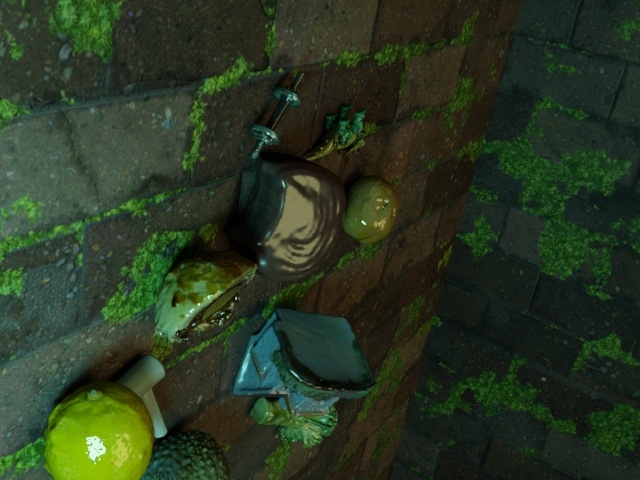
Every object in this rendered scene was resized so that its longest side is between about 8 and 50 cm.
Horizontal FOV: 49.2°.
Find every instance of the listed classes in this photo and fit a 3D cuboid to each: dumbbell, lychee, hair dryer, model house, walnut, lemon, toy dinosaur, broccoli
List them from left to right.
[{"bbox_3d":[-0.479,0.438,1.526,0.233,0.233,0.288,-34,143,-46],"label":"lemon"},{"bbox_3d":[-0.432,0.408,1.720,0.131,0.073,0.237,-46,140,-42],"label":"hair dryer"},{"bbox_3d":[-0.366,0.639,1.876,0.255,0.255,0.274,75,27,-52],"label":"lychee"},{"bbox_3d":[-0.108,-0.311,1.741,0.254,0.081,0.081,-61,153,-9],"label":"dumbbell"},{"bbox_3d":[-0.086,0.427,2.158,0.360,0.297,0.339,13,131,-44],"label":"model house"},{"bbox_3d":[-0.088,0.584,2.430,0.252,0.221,0.361,-27,150,4],"label":"broccoli"},{"bbox_3d":[0.050,-0.304,2.039,0.259,0.094,0.153,-26,130,-40],"label":"toy dinosaur"},{"bbox_3d":[0.161,-0.102,2.305,0.193,0.193,0.226,29,76,-63],"label":"walnut"}]

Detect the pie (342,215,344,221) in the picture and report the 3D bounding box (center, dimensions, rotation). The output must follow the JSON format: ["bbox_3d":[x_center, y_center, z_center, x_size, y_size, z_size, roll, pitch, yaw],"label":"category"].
[{"bbox_3d":[0.000,0.000,2.150,0.248,0.090,0.201,-62,174,9],"label":"pie"}]

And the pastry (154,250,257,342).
[{"bbox_3d":[-0.286,0.109,1.662,0.256,0.170,0.237,-24,156,-53],"label":"pastry"}]

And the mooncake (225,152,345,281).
[{"bbox_3d":[-0.083,-0.069,1.840,0.326,0.174,0.334,-42,132,-17],"label":"mooncake"}]
